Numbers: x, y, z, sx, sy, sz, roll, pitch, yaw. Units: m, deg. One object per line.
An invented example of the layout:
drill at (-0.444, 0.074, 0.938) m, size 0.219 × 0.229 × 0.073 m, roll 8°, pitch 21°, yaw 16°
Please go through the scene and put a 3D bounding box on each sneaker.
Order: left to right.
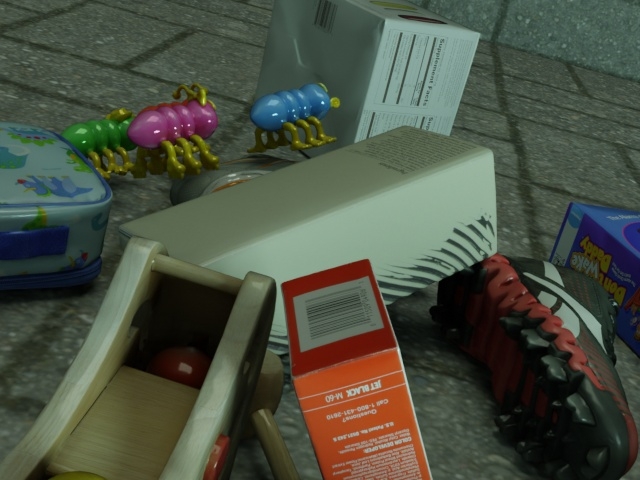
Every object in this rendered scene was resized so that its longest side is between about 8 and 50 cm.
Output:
sneaker at (-0.025, -0.050, 0.896) m, size 0.262 × 0.099 × 0.121 m, roll -2°, pitch 23°, yaw -36°
sneaker at (0.186, 0.086, 0.699) m, size 0.135 × 0.098 × 0.276 m, roll 6°, pitch 23°, yaw -14°

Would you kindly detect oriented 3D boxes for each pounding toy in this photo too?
pounding toy at (-0.052, 0.100, 0.453) m, size 0.154 × 0.154 × 0.269 m, roll 17°, pitch 23°, yaw 6°

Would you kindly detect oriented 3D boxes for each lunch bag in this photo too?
lunch bag at (-0.281, -0.026, 0.687) m, size 0.219 × 0.090 × 0.176 m, roll -5°, pitch 29°, yaw -38°

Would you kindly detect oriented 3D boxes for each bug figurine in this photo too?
bug figurine at (-0.127, -0.112, 0.878) m, size 0.279 × 0.072 × 0.216 m, roll 3°, pitch 18°, yaw 45°

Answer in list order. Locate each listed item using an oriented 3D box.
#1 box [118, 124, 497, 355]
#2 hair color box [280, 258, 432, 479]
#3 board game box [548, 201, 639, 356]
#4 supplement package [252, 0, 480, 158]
box at (0.000, 0.000, 0.682) m, size 0.275 × 0.094 × 0.113 m, roll -22°, pitch 28°, yaw -29°
hair color box at (0.026, 0.106, 0.464) m, size 0.053 × 0.167 × 0.093 m, roll -16°, pitch 25°, yaw 1°
board game box at (0.449, 0.061, 0.942) m, size 0.347 × 0.078 × 0.233 m, roll 7°, pitch 24°, yaw -17°
supplement package at (0.047, -0.213, 1.170) m, size 0.145 × 0.204 × 0.262 m, roll -1°, pitch 27°, yaw -33°
